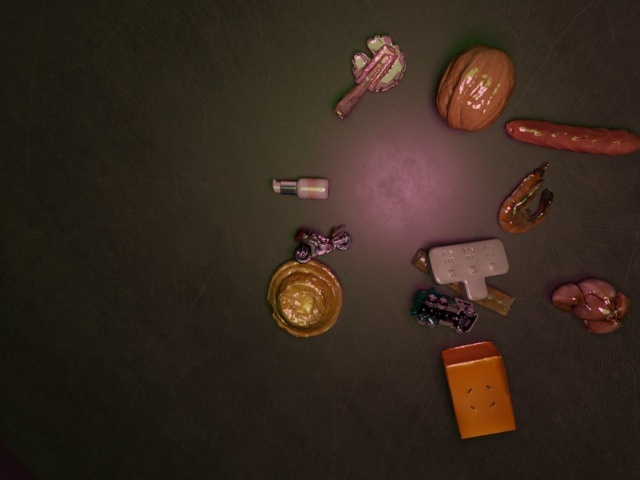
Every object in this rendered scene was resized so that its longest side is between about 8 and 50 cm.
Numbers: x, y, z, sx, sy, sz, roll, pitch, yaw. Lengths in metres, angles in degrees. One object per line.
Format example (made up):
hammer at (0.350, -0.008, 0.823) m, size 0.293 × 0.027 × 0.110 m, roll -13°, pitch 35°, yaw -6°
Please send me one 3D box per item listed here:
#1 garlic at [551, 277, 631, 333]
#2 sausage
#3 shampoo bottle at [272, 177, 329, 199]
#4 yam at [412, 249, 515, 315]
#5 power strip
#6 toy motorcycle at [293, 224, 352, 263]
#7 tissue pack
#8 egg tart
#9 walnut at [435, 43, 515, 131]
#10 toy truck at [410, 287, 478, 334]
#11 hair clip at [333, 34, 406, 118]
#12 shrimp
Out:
garlic at (0.899, 0.199, 1.576) m, size 0.214 × 0.191 × 0.160 m, roll 41°, pitch 76°, yaw 8°
sausage at (0.812, -0.328, 1.523) m, size 0.432 × 0.088 × 0.088 m, roll 8°, pitch 101°, yaw 4°
shampoo bottle at (-0.067, -0.178, 1.629) m, size 0.191 × 0.074 × 0.074 m, roll 2°, pitch 100°, yaw 4°
yam at (0.490, 0.148, 1.641) m, size 0.371 × 0.083 × 0.083 m, roll 27°, pitch 101°, yaw 1°
power strip at (0.495, 0.103, 1.580) m, size 0.264 × 0.059 × 0.194 m, roll -8°, pitch 77°, yaw -9°
toy motorcycle at (0.000, 0.000, 1.654) m, size 0.213 × 0.082 × 0.123 m, roll -17°, pitch 87°, yaw -7°
tissue pack at (0.544, 0.519, 1.667) m, size 0.194 × 0.145 × 0.275 m, roll -13°, pitch 98°, yaw 5°
egg tart at (-0.061, 0.211, 1.681) m, size 0.289 × 0.115 × 0.291 m, roll 1°, pitch 100°, yaw 7°
walnut at (0.472, -0.463, 1.465) m, size 0.224 × 0.225 × 0.261 m, roll 25°, pitch 114°, yaw 0°
toy truck at (0.420, 0.231, 1.638) m, size 0.215 × 0.116 × 0.110 m, roll 15°, pitch 119°, yaw -6°
hair clip at (0.147, -0.519, 1.550) m, size 0.173 × 0.069 × 0.300 m, roll 41°, pitch 91°, yaw -4°
shrimp at (0.704, -0.126, 1.580) m, size 0.145 × 0.059 × 0.254 m, roll 39°, pitch 101°, yaw -5°
